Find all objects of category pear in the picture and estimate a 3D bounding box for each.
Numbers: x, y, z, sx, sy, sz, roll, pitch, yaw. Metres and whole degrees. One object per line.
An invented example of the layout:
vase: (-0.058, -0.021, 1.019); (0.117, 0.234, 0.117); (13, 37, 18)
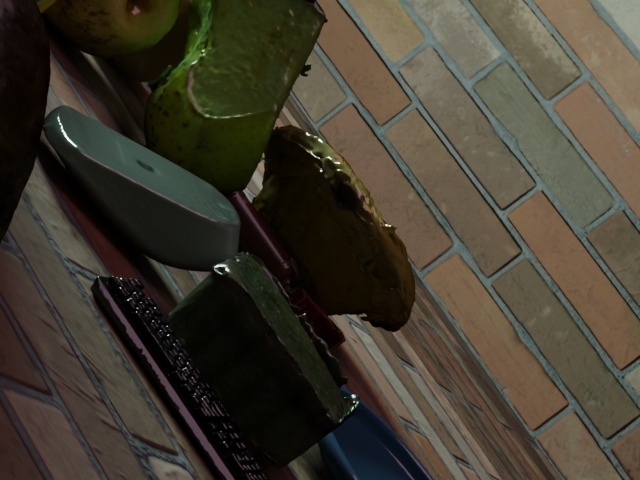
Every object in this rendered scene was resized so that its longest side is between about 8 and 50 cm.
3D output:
pear: (-0.116, -0.164, 2.282); (0.164, 0.255, 0.238); (24, -15, -2)
pear: (-0.247, -0.295, 2.275); (0.178, 0.178, 0.178); (51, 7, -9)

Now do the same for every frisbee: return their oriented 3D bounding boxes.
frisbee: (0.067, 0.262, 1.969); (0.289, 0.049, 0.289); (48, 11, -12)

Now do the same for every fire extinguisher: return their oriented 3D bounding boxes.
fire extinguisher: (-0.072, 0.005, 2.330); (0.177, 0.050, 0.062); (54, 36, 10)

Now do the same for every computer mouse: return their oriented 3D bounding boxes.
computer mouse: (-0.173, -0.040, 1.853); (0.231, 0.079, 0.128); (32, 12, -22)

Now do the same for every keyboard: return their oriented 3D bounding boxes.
keyboard: (-0.110, 0.124, 1.635); (0.230, 0.025, 0.094); (54, 10, 14)

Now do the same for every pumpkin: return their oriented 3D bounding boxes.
pumpkin: (-0.286, -0.150, 1.390); (0.312, 0.148, 0.169); (47, 4, -10)

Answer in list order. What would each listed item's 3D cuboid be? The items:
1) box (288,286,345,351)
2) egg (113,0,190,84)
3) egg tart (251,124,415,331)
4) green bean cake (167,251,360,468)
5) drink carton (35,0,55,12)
box: (-0.016, 0.098, 2.230); (0.082, 0.051, 0.023); (49, 10, -28)
egg: (-0.192, -0.313, 2.448); (0.201, 0.244, 0.201); (25, 42, -25)
egg tart: (0.000, 0.000, 2.411); (0.295, 0.116, 0.294); (48, -20, 23)
green bean cake: (-0.055, 0.108, 1.768); (0.181, 0.094, 0.173); (53, 8, 1)
drink carton: (-0.317, -0.346, 2.080); (0.111, 0.154, 0.351); (48, 8, -27)
